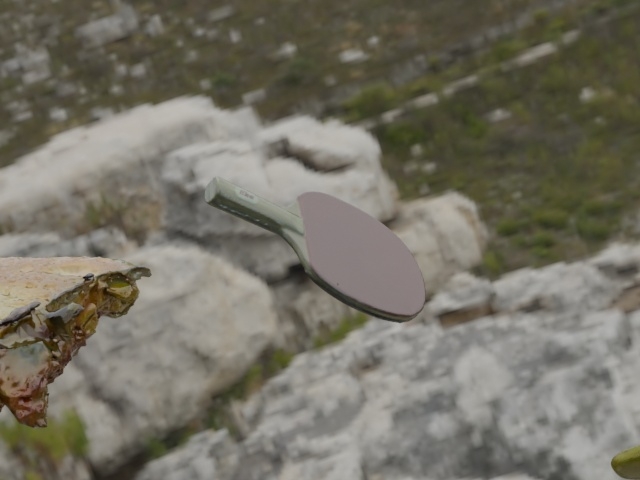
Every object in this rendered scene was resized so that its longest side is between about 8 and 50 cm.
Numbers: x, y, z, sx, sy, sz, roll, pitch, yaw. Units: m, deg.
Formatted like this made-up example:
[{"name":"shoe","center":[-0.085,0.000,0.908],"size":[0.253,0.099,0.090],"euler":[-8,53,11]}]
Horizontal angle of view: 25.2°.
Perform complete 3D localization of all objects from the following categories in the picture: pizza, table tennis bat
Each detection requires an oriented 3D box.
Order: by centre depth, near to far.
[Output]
[{"name":"pizza","center":[-0.244,0.074,0.918],"size":[0.289,0.081,0.229],"euler":[-8,16,-16]},{"name":"table tennis bat","center":[0.000,0.000,1.331],"size":[0.022,0.246,0.138],"euler":[-46,33,31]}]

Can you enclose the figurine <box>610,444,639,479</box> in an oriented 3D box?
[{"name":"figurine","center":[0.287,0.324,1.185],"size":[0.283,0.338,0.204],"euler":[-5,-24,-13]}]
